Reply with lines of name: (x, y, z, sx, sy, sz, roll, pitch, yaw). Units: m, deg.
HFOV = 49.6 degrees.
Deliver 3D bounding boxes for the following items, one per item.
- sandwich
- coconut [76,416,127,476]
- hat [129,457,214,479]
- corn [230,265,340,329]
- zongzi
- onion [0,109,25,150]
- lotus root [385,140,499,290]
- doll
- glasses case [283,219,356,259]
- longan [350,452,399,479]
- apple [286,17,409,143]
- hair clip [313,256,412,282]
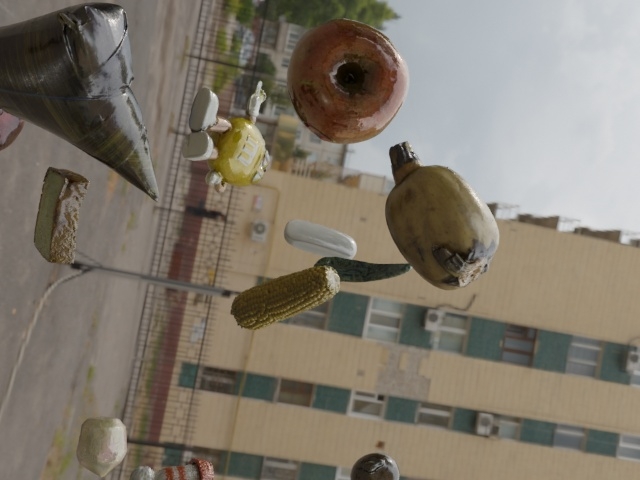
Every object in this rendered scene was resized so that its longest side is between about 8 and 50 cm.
sandwich: (-0.631, -0.063, 1.675, 0.186, 0.065, 0.215, 21, -79, 53)
coconut: (-0.467, 0.440, 1.478, 0.110, 0.110, 0.125, 129, -36, -74)
hat: (-0.308, 0.498, 1.420, 0.093, 0.162, 0.112, 42, -62, 57)
corn: (-0.076, 0.117, 1.432, 0.260, 0.091, 0.091, -24, -119, 31)
zongzi: (-0.570, -0.263, 1.503, 0.208, 0.403, 0.432, -62, 143, -63)
onion: (-0.858, -0.328, 1.728, 0.246, 0.190, 0.246, -16, 111, -50)
lotus root: (0.209, -0.054, 1.302, 0.310, 0.182, 0.183, 61, -28, 26)
doll: (-0.282, -0.314, 2.161, 0.423, 0.161, 0.348, -29, 135, -55)
glasses case: (0.000, 0.000, 1.755, 0.049, 0.193, 0.074, 124, -22, -46)
longan: (0.114, 0.493, 1.453, 0.119, 0.106, 0.106, 80, 10, -46)
apple: (0.064, -0.426, 1.897, 0.305, 0.338, 0.339, 178, -78, -82)
hair clip: (0.093, 0.065, 1.522, 0.066, 0.229, 0.036, -67, 147, -41)
